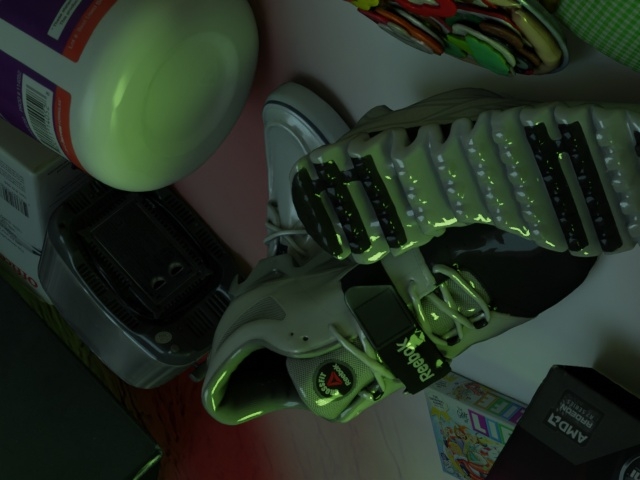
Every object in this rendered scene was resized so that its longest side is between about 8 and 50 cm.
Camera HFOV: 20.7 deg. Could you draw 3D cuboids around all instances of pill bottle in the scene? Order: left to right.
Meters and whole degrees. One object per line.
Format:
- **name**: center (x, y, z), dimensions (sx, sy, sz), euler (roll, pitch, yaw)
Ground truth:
- **pill bottle**: center (-0.216, -0.180, 1.382), dimensions (0.323, 0.181, 0.181), euler (32, 146, 30)

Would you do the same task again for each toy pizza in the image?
- **toy pizza**: center (0.060, -0.149, 1.091), dimensions (0.201, 0.032, 0.201), euler (28, 173, 4)

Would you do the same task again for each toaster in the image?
- **toaster**: center (-0.175, 0.034, 1.623), dimensions (0.227, 0.129, 0.146), euler (46, 152, 4)

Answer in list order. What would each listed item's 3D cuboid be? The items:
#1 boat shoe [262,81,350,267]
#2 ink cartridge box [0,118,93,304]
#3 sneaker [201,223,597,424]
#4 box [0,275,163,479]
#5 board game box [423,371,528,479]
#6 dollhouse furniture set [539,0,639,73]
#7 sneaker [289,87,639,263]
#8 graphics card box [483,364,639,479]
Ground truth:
- **boat shoe**: center (0.000, 0.000, 1.390), dimensions (0.095, 0.084, 0.258), euler (14, 135, 46)
- **ink cartridge box**: center (-0.291, -0.058, 1.714), dimensions (0.153, 0.087, 0.208), euler (37, 148, 23)
- **sneaker**: center (0.050, 0.066, 1.269), dimensions (0.331, 0.146, 0.122), euler (-22, 119, 36)
- **box**: center (-0.437, 0.199, 1.912), dimensions (0.480, 0.297, 0.472), euler (46, 164, 8)
- **board game box**: center (0.157, 0.174, 1.433), dimensions (0.154, 0.026, 0.103), euler (22, 140, 40)
- **dollhouse furniture set**: center (0.184, -0.146, 0.911), dimensions (0.197, 0.151, 0.301), euler (43, 150, 13)
- **sneaker**: center (0.125, -0.057, 1.146), dimensions (0.292, 0.118, 0.110), euler (0, 121, 30)
- **graphics card box**: center (0.179, 0.302, 1.253), dimensions (0.233, 0.371, 0.094), euler (35, -170, 27)
